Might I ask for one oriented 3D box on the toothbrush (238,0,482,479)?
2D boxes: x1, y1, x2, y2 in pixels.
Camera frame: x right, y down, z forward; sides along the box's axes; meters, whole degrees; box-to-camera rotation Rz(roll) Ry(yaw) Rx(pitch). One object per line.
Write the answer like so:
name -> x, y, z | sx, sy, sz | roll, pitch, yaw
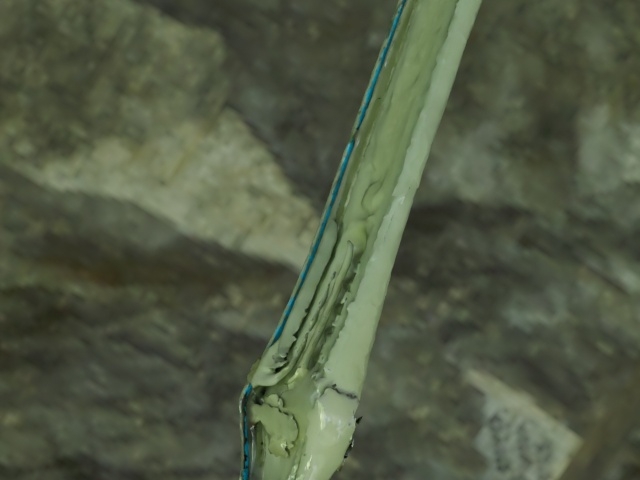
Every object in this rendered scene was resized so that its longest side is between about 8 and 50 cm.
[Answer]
toothbrush -> 0.004, 0.002, 0.337 | 0.028, 0.294, 0.026 | 32, 166, -35
